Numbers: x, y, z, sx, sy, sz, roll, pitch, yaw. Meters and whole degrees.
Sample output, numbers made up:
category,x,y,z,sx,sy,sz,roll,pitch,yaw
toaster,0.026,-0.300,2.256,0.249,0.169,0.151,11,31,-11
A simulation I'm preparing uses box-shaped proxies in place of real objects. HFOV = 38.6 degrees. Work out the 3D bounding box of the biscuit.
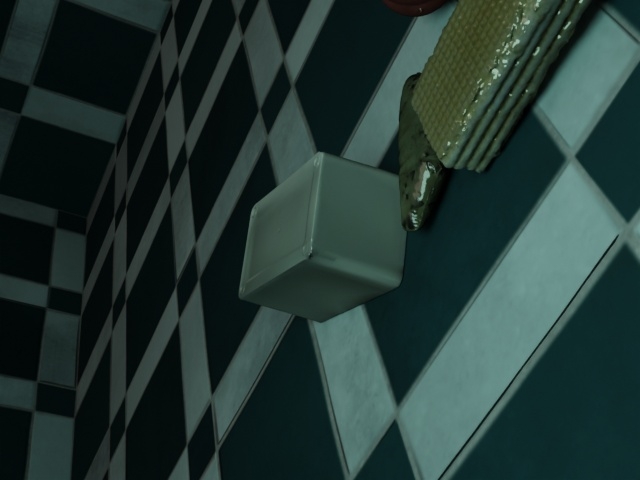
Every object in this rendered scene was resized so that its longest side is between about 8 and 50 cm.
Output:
category,x,y,z,sx,sy,sz,roll,pitch,yaw
biscuit,0.220,-0.267,0.939,0.144,0.078,0.426,-108,32,-43

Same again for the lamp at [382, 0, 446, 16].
category,x,y,z,sx,sy,sz,roll,pitch,yaw
lamp,0.129,-0.390,1.217,0.182,0.140,0.182,-10,-90,-77

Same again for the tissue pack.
category,x,y,z,sx,sy,sz,roll,pitch,yaw
tissue pack,0.000,0.001,1.264,0.246,0.136,0.159,-32,46,59

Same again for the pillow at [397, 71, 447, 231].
category,x,y,z,sx,sy,sz,roll,pitch,yaw
pillow,0.132,-0.127,1.150,0.093,0.051,0.241,132,148,-56
